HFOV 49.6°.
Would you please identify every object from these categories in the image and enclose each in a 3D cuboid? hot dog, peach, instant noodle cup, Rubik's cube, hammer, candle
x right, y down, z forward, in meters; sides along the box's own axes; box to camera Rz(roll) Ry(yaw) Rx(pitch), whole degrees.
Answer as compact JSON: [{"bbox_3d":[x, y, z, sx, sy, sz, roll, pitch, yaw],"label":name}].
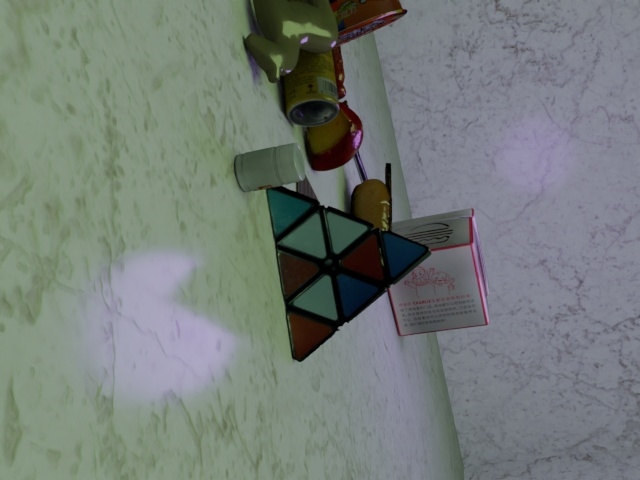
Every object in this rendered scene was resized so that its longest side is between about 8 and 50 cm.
[{"bbox_3d":[0.129,-0.053,1.760,0.326,0.107,0.194,-84,172,-53],"label":"hot dog"},{"bbox_3d":[0.033,-0.219,1.468,0.151,0.118,0.151,4,90,-81],"label":"peach"},{"bbox_3d":[0.067,-0.607,1.707,0.250,0.250,0.192,-50,120,-74],"label":"instant noodle cup"},{"bbox_3d":[0.073,0.045,1.165,0.250,0.234,0.285,35,45,-73],"label":"Rubik's cube"},{"bbox_3d":[0.140,-0.181,2.116,0.103,0.029,0.246,-83,157,-53],"label":"hammer"},{"bbox_3d":[0.034,-0.510,1.889,0.051,0.048,0.330,84,0,-68],"label":"candle"}]

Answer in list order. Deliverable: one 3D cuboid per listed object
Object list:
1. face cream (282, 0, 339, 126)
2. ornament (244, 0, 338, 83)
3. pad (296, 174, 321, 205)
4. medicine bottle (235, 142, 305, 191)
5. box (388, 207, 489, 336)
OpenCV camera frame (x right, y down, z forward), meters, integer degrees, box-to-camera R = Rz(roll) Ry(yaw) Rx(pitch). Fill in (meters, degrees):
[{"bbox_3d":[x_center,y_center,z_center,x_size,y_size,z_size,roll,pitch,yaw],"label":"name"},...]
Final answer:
[{"bbox_3d":[-0.032,-0.402,1.370,0.105,0.104,0.349,49,32,-66],"label":"face cream"},{"bbox_3d":[-0.057,-0.383,1.218,0.230,0.061,0.245,-6,75,-47],"label":"ornament"},{"bbox_3d":[0.001,0.000,1.397,0.300,0.005,0.202,63,21,-51],"label":"pad"},{"bbox_3d":[-0.071,-0.103,0.980,0.057,0.089,0.057,-11,90,-76],"label":"medicine bottle"},{"bbox_3d":[0.385,0.106,2.302,0.300,0.314,0.312,-66,143,-64],"label":"box"}]
